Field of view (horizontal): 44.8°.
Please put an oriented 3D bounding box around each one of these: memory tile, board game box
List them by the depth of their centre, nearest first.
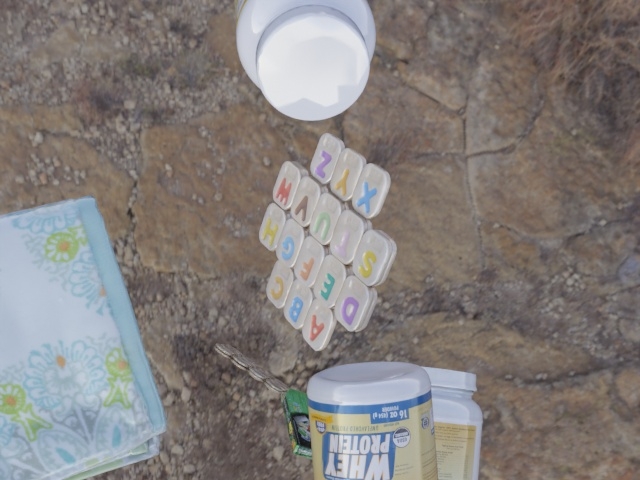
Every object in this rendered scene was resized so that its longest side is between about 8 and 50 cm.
[{"bbox_3d":[-0.124,0.234,1.413,0.148,0.113,0.012,33,87,10],"label":"memory tile"},{"bbox_3d":[-0.017,0.434,1.820,0.136,0.259,0.030,20,104,-15],"label":"board game box"}]

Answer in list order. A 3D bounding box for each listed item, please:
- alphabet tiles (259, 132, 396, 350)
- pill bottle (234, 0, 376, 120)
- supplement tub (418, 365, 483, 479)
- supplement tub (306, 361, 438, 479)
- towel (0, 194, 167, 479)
[{"bbox_3d":[0.000,0.000,1.106,0.021,0.277,0.284,5,25,-38],"label":"alphabet tiles"},{"bbox_3d":[-0.025,-0.307,1.087,0.188,0.187,0.334,5,36,-11],"label":"pill bottle"},{"bbox_3d":[0.176,0.392,1.417,0.228,0.228,0.316,9,79,-9],"label":"supplement tub"},{"bbox_3d":[0.062,0.249,0.894,0.144,0.144,0.199,-5,91,-15],"label":"supplement tub"},{"bbox_3d":[-0.401,0.154,1.023,0.321,0.090,0.374,-17,91,-22],"label":"towel"}]
